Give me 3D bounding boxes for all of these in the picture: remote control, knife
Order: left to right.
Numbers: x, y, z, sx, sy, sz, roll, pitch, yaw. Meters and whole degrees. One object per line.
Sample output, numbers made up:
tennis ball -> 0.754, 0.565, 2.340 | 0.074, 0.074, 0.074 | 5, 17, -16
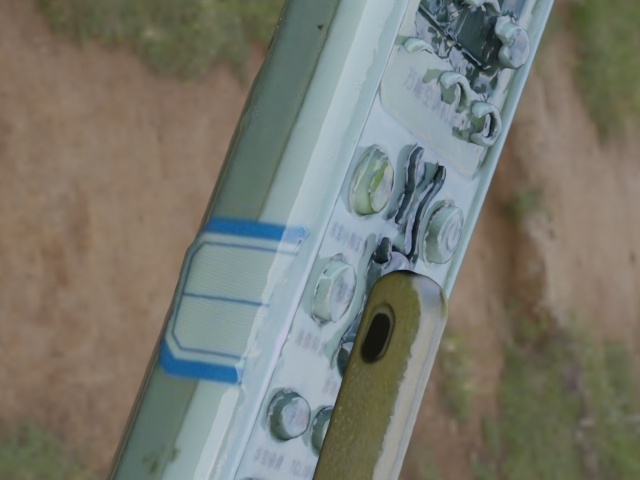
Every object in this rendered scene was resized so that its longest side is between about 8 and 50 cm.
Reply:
knife -> -0.024, 0.149, 0.515 | 0.017, 0.047, 0.298 | 15, 92, -45
remote control -> 0.000, 0.000, 0.627 | 0.128, 0.065, 0.335 | 32, 77, -60
